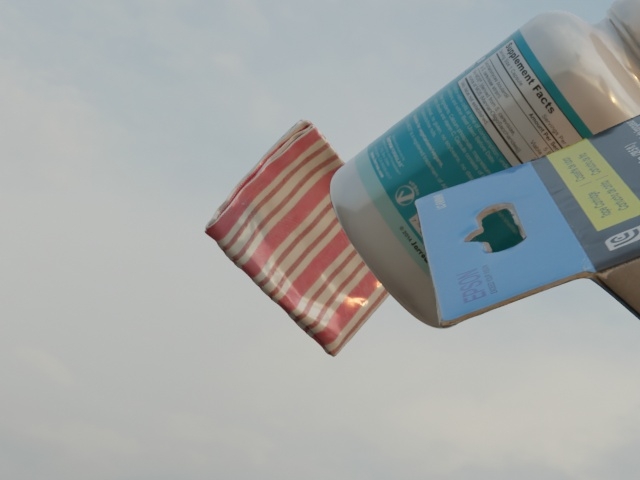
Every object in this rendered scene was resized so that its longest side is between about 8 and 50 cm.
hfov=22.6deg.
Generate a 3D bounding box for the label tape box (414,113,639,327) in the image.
[{"bbox_3d":[0.225,-0.012,0.795,0.334,0.240,0.106,-23,-77,7],"label":"label tape box"}]

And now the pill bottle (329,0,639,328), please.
[{"bbox_3d":[0.147,-0.064,1.151,0.264,0.146,0.146,-37,-46,13],"label":"pill bottle"}]

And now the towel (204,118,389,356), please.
[{"bbox_3d":[0.000,0.000,1.495,0.197,0.144,0.029,46,-11,-27],"label":"towel"}]
